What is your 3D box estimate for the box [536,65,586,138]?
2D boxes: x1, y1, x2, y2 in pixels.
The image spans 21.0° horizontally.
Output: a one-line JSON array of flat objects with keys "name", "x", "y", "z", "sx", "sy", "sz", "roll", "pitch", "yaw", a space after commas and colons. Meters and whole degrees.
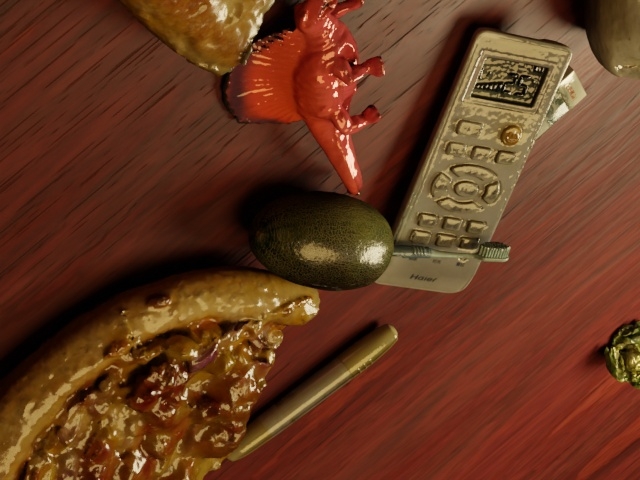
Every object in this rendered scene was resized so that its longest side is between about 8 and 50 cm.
[{"name": "box", "x": 0.235, "y": -0.144, "z": 1.812, "sx": 0.083, "sy": 0.024, "sz": 0.054, "roll": -42, "pitch": 144, "yaw": 0}]

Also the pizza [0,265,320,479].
[{"name": "pizza", "x": -0.177, "y": 0.161, "z": 1.683, "sx": 0.409, "sy": 0.114, "sz": 0.278, "roll": -23, "pitch": 136, "yaw": -20}]

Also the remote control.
[{"name": "remote control", "x": 0.147, "y": -0.079, "z": 1.772, "sx": 0.109, "sy": 0.055, "sz": 0.313, "roll": 9, "pitch": 121, "yaw": -22}]

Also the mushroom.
[{"name": "mushroom", "x": 0.310, "y": -0.243, "z": 1.714, "sx": 0.108, "sy": 0.096, "sz": 0.247, "roll": -31, "pitch": 143, "yaw": -8}]

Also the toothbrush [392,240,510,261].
[{"name": "toothbrush", "x": 0.091, "y": 0.010, "z": 1.773, "sx": 0.219, "sy": 0.016, "sz": 0.019, "roll": 2, "pitch": 127, "yaw": -14}]

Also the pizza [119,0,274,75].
[{"name": "pizza", "x": -0.098, "y": -0.267, "z": 1.323, "sx": 0.182, "sy": 0.074, "sz": 0.365, "roll": -33, "pitch": 144, "yaw": -9}]

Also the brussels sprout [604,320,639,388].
[{"name": "brussels sprout", "x": 0.409, "y": 0.146, "z": 2.261, "sx": 0.085, "sy": 0.058, "sz": 0.085, "roll": -3, "pitch": 110, "yaw": -10}]

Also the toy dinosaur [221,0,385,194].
[{"name": "toy dinosaur", "x": -0.020, "y": -0.118, "z": 1.577, "sx": 0.139, "sy": 0.070, "sz": 0.286, "roll": -17, "pitch": 142, "yaw": -15}]

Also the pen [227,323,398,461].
[{"name": "pen", "x": -0.010, "y": 0.168, "z": 1.909, "sx": 0.233, "sy": 0.032, "sz": 0.040, "roll": -36, "pitch": 168, "yaw": -5}]

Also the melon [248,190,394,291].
[{"name": "melon", "x": 0.000, "y": 0.000, "z": 1.678, "sx": 0.162, "sy": 0.099, "sz": 0.099, "roll": 9, "pitch": 122, "yaw": -39}]
